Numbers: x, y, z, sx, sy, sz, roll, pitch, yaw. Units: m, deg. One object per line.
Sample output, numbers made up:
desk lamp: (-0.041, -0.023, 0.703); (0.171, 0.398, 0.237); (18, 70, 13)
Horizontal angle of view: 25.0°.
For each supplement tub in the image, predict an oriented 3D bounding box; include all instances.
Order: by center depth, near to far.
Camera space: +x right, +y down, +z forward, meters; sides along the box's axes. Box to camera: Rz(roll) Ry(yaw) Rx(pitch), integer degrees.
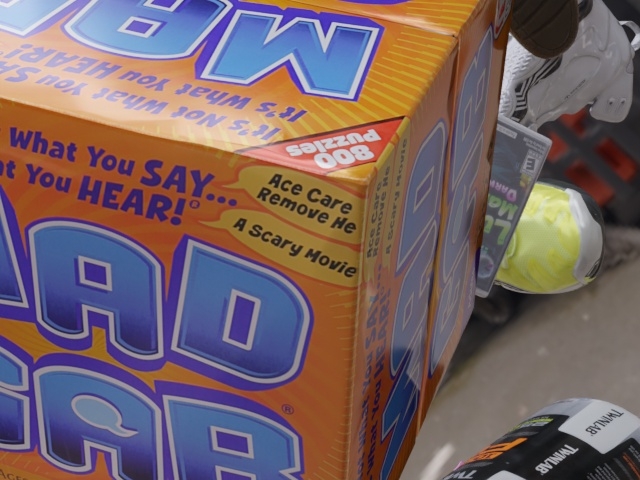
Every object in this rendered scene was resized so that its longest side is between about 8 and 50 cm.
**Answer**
supplement tub: (0.212, 0.308, 1.472); (0.338, 0.207, 0.207); (-23, -17, -49)

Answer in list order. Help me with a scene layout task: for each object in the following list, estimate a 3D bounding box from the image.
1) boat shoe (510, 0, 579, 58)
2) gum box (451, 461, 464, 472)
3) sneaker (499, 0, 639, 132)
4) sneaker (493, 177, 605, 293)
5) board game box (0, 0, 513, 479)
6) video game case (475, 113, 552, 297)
boat shoe: (0.144, -0.232, 1.147); (0.068, 0.190, 0.072); (-33, 22, -7)
gum box: (0.149, 0.357, 1.668); (0.188, 0.107, 0.062); (-40, -20, -43)
sneaker: (0.296, -0.182, 1.964); (0.366, 0.210, 0.137); (-59, 34, 6)
sneaker: (0.176, -0.006, 1.730); (0.147, 0.145, 0.384); (-8, 9, -36)
board game box: (-0.086, -0.028, 1.042); (0.356, 0.356, 0.357); (-58, -23, -49)
video game case: (0.118, -0.056, 1.412); (0.173, 0.190, 0.022); (-67, 24, 0)
